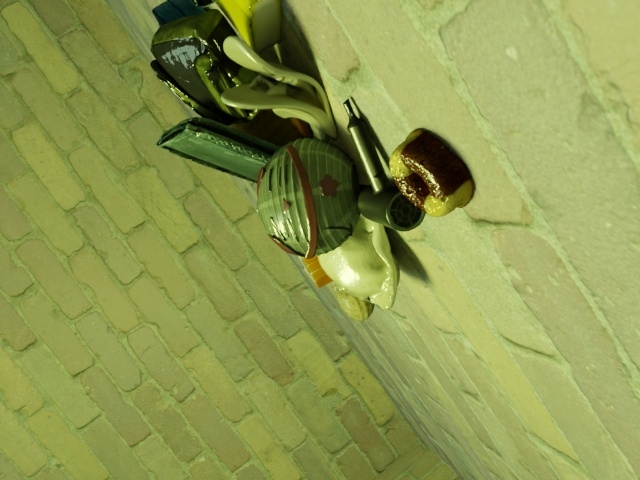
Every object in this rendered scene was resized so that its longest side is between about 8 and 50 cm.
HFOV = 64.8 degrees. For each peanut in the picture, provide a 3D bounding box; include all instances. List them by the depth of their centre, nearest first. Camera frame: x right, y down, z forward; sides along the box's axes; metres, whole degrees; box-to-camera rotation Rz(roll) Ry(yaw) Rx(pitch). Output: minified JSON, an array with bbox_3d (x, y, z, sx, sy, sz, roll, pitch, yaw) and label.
[{"bbox_3d":[0.090,0.145,1.724,0.136,0.120,0.298,27,150,58],"label":"peanut"}]

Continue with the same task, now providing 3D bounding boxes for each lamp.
[{"bbox_3d":[-0.028,-0.088,1.078,0.233,0.233,0.265,114,144,-79],"label":"lamp"}]

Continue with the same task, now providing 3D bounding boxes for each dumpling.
[{"bbox_3d":[0.103,0.010,1.214,0.318,0.187,0.243,35,121,38],"label":"dumpling"}]

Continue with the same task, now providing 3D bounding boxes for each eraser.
[{"bbox_3d":[-0.161,-0.472,0.919,0.226,0.069,0.158,52,172,7],"label":"eraser"}]

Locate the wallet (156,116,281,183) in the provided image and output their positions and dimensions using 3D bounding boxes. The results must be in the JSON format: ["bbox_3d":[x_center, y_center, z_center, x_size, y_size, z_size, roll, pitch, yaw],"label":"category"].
[{"bbox_3d":[-0.198,-0.208,1.222,0.342,0.075,0.237,16,168,-32],"label":"wallet"}]

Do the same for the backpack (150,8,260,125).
[{"bbox_3d":[-0.227,-0.351,1.072,0.207,0.140,0.253,7,149,39],"label":"backpack"}]

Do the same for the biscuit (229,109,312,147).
[{"bbox_3d":[-0.152,-0.292,1.271,0.318,0.040,0.318,26,151,16],"label":"biscuit"}]

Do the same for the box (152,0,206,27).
[{"bbox_3d":[-0.302,-0.486,1.381,0.261,0.116,0.279,46,167,28],"label":"box"}]

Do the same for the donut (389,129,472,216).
[{"bbox_3d":[0.162,-0.095,0.757,0.140,0.059,0.140,50,166,17],"label":"donut"}]

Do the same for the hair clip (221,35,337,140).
[{"bbox_3d":[-0.087,-0.294,0.979,0.172,0.113,0.282,31,-163,32],"label":"hair clip"}]

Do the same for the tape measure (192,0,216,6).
[{"bbox_3d":[-0.218,-0.456,0.882,0.094,0.054,0.091,53,172,41],"label":"tape measure"}]

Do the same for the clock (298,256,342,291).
[{"bbox_3d":[0.000,0.000,1.523,0.309,0.166,0.235,59,172,15],"label":"clock"}]

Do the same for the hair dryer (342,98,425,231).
[{"bbox_3d":[0.088,-0.144,0.941,0.248,0.078,0.195,67,167,-17],"label":"hair dryer"}]
